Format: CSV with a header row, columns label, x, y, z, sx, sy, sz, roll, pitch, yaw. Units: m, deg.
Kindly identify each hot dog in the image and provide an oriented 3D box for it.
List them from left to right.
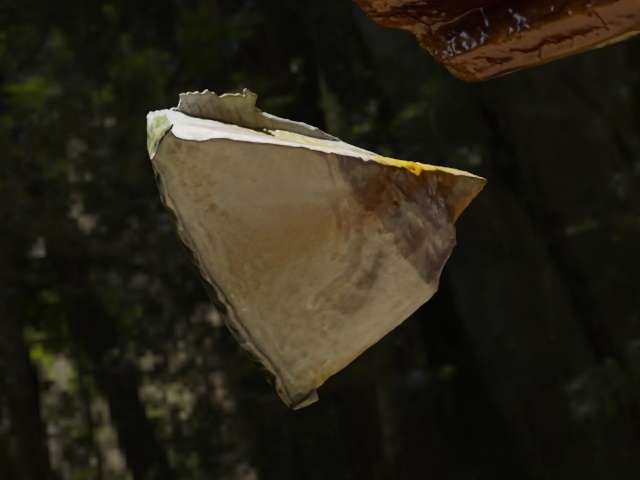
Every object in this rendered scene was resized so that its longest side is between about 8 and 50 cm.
label,x,y,z,sx,sy,sz,roll,pitch,yaw
hot dog,0.164,-0.202,1.216,0.158,0.117,0.349,33,-30,-31

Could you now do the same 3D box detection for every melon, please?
label,x,y,z,sx,sy,sz,roll,pitch,yaw
melon,-0.003,0.004,0.824,0.093,0.139,0.202,2,-3,35
